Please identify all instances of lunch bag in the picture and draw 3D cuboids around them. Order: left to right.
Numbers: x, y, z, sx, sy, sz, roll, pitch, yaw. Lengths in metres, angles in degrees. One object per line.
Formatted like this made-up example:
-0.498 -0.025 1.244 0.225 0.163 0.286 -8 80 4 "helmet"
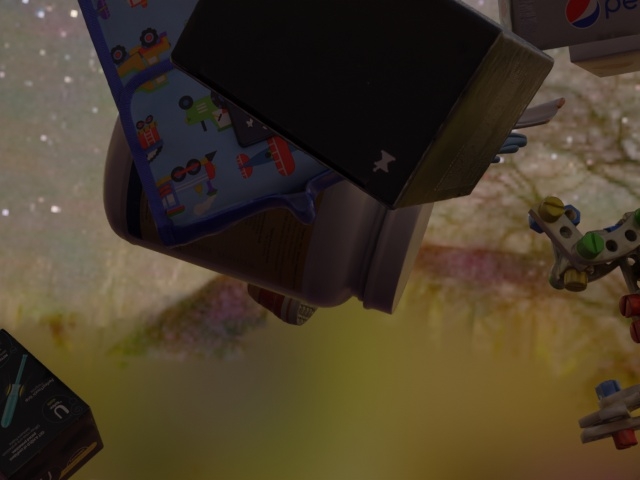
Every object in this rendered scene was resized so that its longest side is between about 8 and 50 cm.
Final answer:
-0.061 -0.131 0.974 0.221 0.293 0.138 -22 -29 1 "lunch bag"

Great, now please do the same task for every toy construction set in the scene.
0.391 0.094 1.443 0.215 0.328 0.151 -6 -10 -19 "toy construction set"

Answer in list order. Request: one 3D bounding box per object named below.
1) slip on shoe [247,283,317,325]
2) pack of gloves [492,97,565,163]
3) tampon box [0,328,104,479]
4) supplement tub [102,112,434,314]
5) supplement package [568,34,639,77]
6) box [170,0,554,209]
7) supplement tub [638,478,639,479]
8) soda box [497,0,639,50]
0.000 0.000 1.690 0.101 0.331 0.123 23 -49 17 "slip on shoe"
0.203 -0.147 1.602 0.232 0.046 0.195 -14 19 38 "pack of gloves"
-0.353 0.209 1.320 0.161 0.120 0.101 36 -29 25 "tampon box"
-0.042 -0.062 1.196 0.316 0.228 0.228 18 -8 8 "supplement tub"
0.513 -0.380 1.898 0.177 0.175 0.293 -8 0 23 "supplement package"
0.035 -0.105 0.670 0.153 0.108 0.207 34 14 12 "box"
0.420 0.450 1.530 0.272 0.191 0.191 -42 -28 14 "supplement tub"
0.388 -0.321 1.535 0.286 0.091 0.098 -10 15 0 "soda box"
